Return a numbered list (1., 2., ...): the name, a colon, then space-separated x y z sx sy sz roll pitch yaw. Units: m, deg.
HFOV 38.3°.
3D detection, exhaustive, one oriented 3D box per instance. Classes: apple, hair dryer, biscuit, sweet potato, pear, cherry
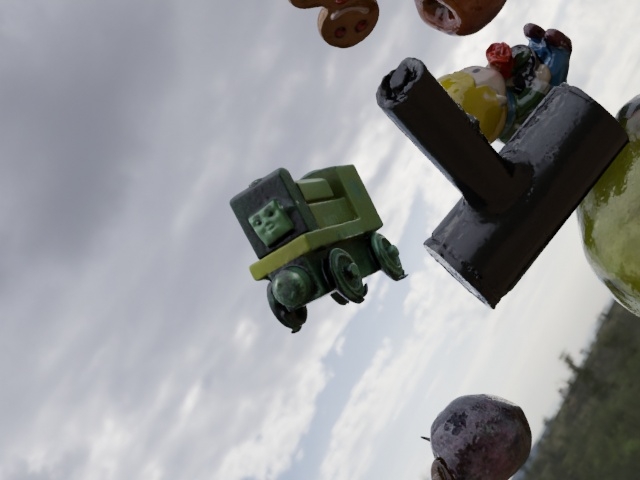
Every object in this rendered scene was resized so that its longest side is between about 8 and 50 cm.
1. apple: 0.302 -0.554 1.974 0.201 0.218 0.218 -52 -21 -17
2. hair dryer: 0.134 -0.070 0.759 0.197 0.089 0.251 -50 -45 6
3. biscuit: 0.035 -0.349 1.197 0.166 0.036 0.250 -18 -38 -11
4. sweet potato: 0.203 0.431 1.474 0.264 0.057 0.057 -78 10 -73
5. pear: 0.441 -0.035 1.103 0.269 0.269 0.321 90 170 -55
6. cherry: 0.294 0.367 1.695 0.195 0.195 0.195 -51 -21 -29

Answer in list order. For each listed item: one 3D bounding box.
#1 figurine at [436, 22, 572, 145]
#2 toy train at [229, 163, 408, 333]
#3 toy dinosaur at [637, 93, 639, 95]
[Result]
1. figurine: 0.225 -0.201 1.214 0.234 0.127 0.185 2 -61 -33
2. toy train: 0.000 0.000 1.585 0.160 0.253 0.397 -28 -5 25
3. toy dinosaur: 0.569 -0.225 1.629 0.049 0.055 0.154 -42 -15 13
